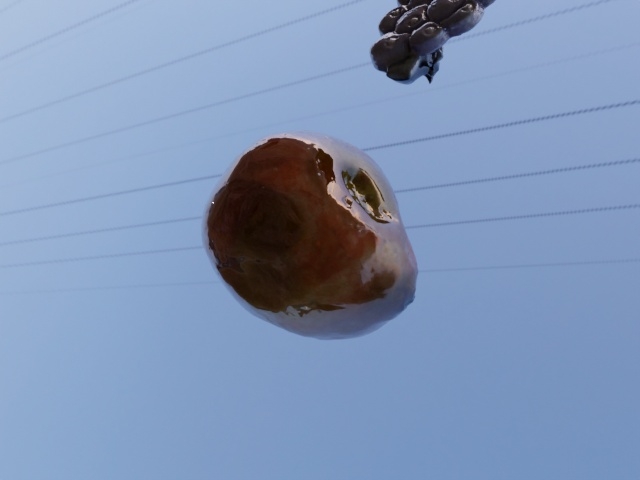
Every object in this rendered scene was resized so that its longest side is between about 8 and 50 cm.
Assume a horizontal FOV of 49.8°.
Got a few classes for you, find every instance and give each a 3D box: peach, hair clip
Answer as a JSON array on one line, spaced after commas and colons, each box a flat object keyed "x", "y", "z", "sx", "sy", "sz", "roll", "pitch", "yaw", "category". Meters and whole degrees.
[{"x": 0.000, "y": 0.000, "z": 0.733, "sx": 0.235, "sy": 0.214, "sz": 0.214, "roll": 40, "pitch": -79, "yaw": 15, "category": "peach"}, {"x": 0.125, "y": -0.231, "z": 0.680, "sx": 0.124, "sy": 0.052, "sz": 0.195, "roll": 12, "pitch": -113, "yaw": 40, "category": "hair clip"}]
